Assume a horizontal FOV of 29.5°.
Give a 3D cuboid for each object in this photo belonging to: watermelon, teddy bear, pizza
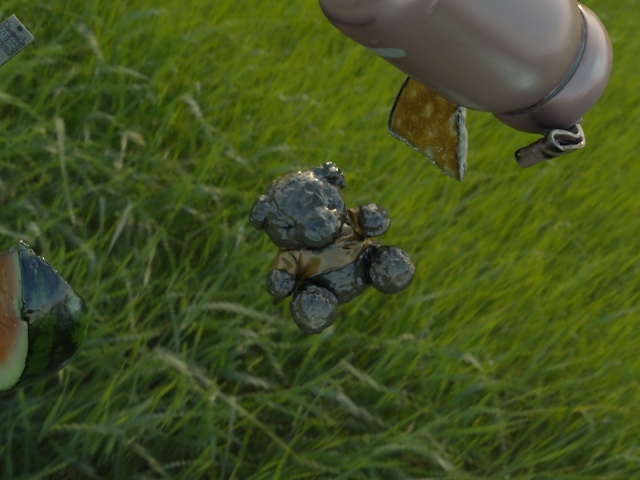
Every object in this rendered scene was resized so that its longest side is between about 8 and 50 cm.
[{"bbox_3d":[-0.265,0.068,1.036,0.063,0.245,0.119,-33,91,-34],"label":"watermelon"},{"bbox_3d":[0.000,0.000,1.492,0.177,0.140,0.190,-30,115,-8],"label":"teddy bear"},{"bbox_3d":[0.159,-0.157,1.540,0.036,0.184,0.176,-5,52,-33],"label":"pizza"}]

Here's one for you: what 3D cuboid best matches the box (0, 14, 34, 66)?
[{"bbox_3d":[-0.519,-0.325,1.998,0.083,0.024,0.053,-44,98,-15],"label":"box"}]

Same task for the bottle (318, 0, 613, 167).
[{"bbox_3d":[0.150,-0.199,1.161,0.297,0.173,0.206,28,52,-40],"label":"bottle"}]
